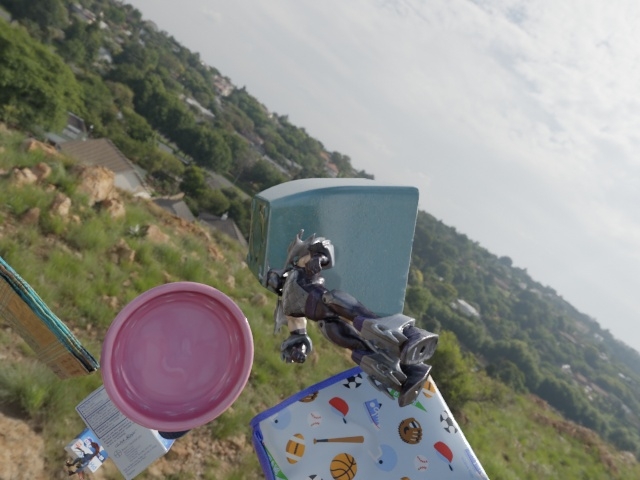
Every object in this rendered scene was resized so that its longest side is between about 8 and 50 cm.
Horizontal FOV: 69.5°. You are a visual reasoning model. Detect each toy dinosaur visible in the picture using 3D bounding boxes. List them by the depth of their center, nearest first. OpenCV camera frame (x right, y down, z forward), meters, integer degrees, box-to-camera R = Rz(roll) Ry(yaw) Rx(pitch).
[{"bbox_3d":[-0.509,0.471,0.999,0.047,0.082,0.090,59,-9,35],"label":"toy dinosaur"}]

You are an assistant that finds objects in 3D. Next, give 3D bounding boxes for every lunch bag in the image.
[{"bbox_3d":[0.081,0.450,0.951,0.385,0.239,0.328,-15,57,-25],"label":"lunch bag"}]

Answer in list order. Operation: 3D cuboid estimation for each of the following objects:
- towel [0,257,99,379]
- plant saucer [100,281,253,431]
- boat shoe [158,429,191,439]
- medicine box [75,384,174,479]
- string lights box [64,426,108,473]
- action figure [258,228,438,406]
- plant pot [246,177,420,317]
[{"bbox_3d":[-0.627,0.143,0.969,0.370,0.271,0.040,55,48,-12],"label":"towel"},{"bbox_3d":[-0.325,0.261,1.069,0.332,0.332,0.084,32,-14,-19],"label":"plant saucer"},{"bbox_3d":[-0.395,0.526,1.361,0.066,0.183,0.066,59,13,-14],"label":"boat shoe"},{"bbox_3d":[-0.630,0.599,1.551,0.289,0.149,0.263,53,-9,2],"label":"medicine box"},{"bbox_3d":[-0.839,0.754,1.804,0.133,0.076,0.260,56,39,-12],"label":"string lights box"},{"bbox_3d":[0.013,0.094,0.610,0.284,0.186,0.099,26,31,36],"label":"action figure"},{"bbox_3d":[0.000,0.000,0.865,0.252,0.248,0.248,4,9,-21],"label":"plant pot"}]
